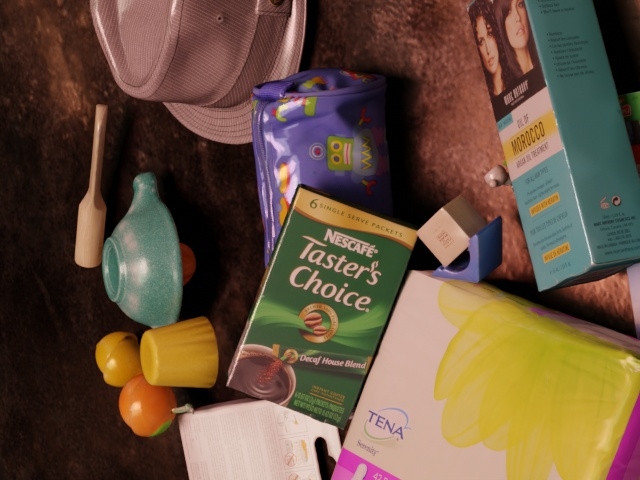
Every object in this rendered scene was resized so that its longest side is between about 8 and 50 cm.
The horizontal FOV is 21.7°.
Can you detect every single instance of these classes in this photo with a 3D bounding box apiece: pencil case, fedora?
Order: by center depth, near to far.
[{"bbox_3d":[0.000,0.000,1.489,0.119,0.133,0.306,6,100,48],"label":"pencil case"},{"bbox_3d":[-0.133,-0.223,1.580,0.243,0.124,0.275,25,113,38],"label":"fedora"}]

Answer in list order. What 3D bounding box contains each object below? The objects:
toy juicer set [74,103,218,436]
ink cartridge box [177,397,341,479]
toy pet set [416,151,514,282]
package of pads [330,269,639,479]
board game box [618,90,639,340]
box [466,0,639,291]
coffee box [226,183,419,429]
[{"bbox_3d":[-0.180,0.047,1.711,0.209,0.089,0.329,114,144,-49],"label":"toy juicer set"},{"bbox_3d":[-0.047,0.226,1.648,0.179,0.045,0.145,-12,88,25],"label":"ink cartridge box"},{"bbox_3d":[0.141,-0.016,1.380,0.065,0.114,0.122,49,130,6],"label":"toy pet set"},{"bbox_3d":[0.146,0.158,1.327,0.296,0.101,0.229,20,90,52],"label":"package of pads"},{"bbox_3d":[0.302,-0.017,1.266,0.160,0.039,0.211,-8,92,44],"label":"board game box"},{"bbox_3d":[0.187,-0.091,1.309,0.100,0.060,0.244,142,116,-67],"label":"box"},{"bbox_3d":[0.001,0.055,1.414,0.113,0.040,0.184,22,96,-3],"label":"coffee box"}]
